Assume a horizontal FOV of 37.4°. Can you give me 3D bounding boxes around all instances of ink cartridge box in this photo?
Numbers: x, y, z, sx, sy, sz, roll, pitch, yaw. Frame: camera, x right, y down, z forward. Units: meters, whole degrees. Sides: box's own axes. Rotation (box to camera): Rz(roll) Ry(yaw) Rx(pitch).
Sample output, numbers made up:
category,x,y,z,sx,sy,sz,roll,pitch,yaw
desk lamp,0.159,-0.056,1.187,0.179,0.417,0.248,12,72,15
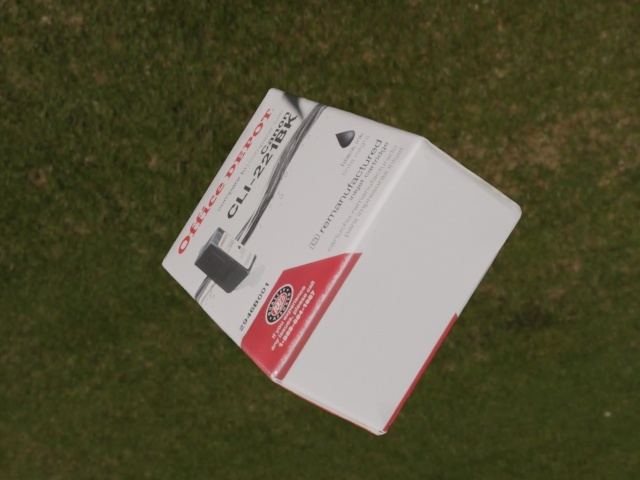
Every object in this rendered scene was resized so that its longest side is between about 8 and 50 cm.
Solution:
category,x,y,z,sx,sy,sz,roll,pitch,yaw
ink cartridge box,0.000,0.000,0.769,0.114,0.273,0.197,32,90,-29
